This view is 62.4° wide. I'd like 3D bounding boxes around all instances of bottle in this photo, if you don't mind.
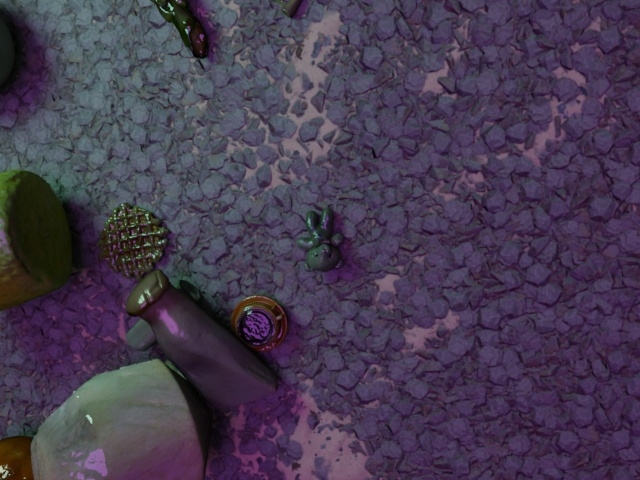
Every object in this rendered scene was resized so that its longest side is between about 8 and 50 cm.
[{"bbox_3d":[-0.394,0.189,1.322,0.201,0.072,0.072,-43,88,10],"label":"bottle"}]

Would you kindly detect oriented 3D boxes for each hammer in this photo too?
[{"bbox_3d":[-0.132,-0.594,1.226,0.195,0.028,0.060,34,95,6],"label":"hammer"}]

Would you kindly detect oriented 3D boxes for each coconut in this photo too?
[{"bbox_3d":[-0.435,0.470,1.230,0.415,0.415,0.345,-21,80,11],"label":"coconut"}]

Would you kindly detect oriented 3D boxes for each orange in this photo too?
[{"bbox_3d":[-0.785,0.650,1.357,0.283,0.226,0.284,2,99,15],"label":"orange"}]

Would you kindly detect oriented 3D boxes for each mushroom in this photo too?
[{"bbox_3d":[-0.285,0.248,1.244,0.154,0.137,0.407,-34,107,28],"label":"mushroom"}]

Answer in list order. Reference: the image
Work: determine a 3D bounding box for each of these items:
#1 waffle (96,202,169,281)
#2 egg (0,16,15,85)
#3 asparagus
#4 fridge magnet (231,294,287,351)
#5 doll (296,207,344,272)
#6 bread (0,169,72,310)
[{"bbox_3d":[-0.475,0.004,1.335,0.169,0.036,0.183,31,100,3],"label":"waffle"},{"bbox_3d":[-0.888,-0.476,1.206,0.278,0.336,0.278,0,90,6],"label":"egg"},{"bbox_3d":[-0.351,-0.561,1.239,0.080,0.080,0.287,-39,88,11],"label":"asparagus"},{"bbox_3d":[-0.150,0.204,1.289,0.143,0.063,0.143,1,98,7],"label":"fridge magnet"},{"bbox_3d":[0.000,0.000,1.244,0.115,0.077,0.150,-8,83,-1],"label":"doll"},{"bbox_3d":[-0.776,-0.002,1.238,0.307,0.348,0.348,-18,93,5],"label":"bread"}]
